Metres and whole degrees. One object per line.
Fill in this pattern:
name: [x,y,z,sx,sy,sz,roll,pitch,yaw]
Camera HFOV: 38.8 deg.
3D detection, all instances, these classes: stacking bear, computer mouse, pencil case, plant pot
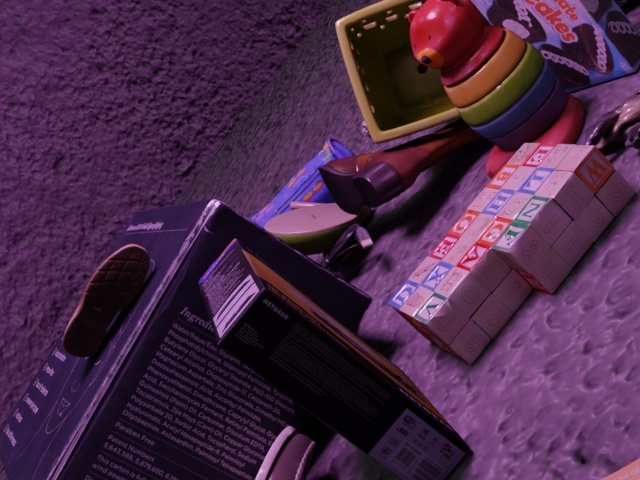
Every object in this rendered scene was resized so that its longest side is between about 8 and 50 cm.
stacking bear: [0.251,-0.252,1.380,0.164,0.289,0.175,-53,19,-18]
computer mouse: [0.039,0.082,1.506,0.184,0.060,0.262,-49,18,17]
pencil case: [-0.040,-0.080,1.952,0.306,0.119,0.133,-44,-11,12]
plant pot: [0.173,-0.305,1.612,0.228,0.227,0.207,-18,0,9]

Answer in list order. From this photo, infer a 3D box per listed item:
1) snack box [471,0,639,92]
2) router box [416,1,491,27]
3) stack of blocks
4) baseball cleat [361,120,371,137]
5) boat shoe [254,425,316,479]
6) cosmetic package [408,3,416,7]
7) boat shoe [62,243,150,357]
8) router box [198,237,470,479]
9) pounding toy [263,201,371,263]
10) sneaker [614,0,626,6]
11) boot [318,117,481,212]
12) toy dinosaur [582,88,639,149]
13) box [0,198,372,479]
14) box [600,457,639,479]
snack box: [0.332,-0.369,1.389,0.060,0.322,0.187,-52,18,-21]
router box: [0.269,-0.460,1.697,0.082,0.335,0.301,-44,18,-1]
stack of blocks: [0.240,0.012,1.173,0.297,0.087,0.171,-49,18,-6]
baseball cleat: [0.163,-0.279,1.999,0.109,0.072,0.206,-46,20,-20]
boat shoe: [-0.055,0.364,1.090,0.324,0.097,0.116,-64,-17,-50]
cosmetic package: [0.298,-0.537,2.142,0.296,0.129,0.153,-38,19,29]
boat shoe: [-0.297,0.075,1.248,0.178,0.064,0.060,-56,22,9]
router box: [0.006,0.142,1.074,0.081,0.309,0.243,-50,18,1]
pounding toy: [0.000,0.000,1.705,0.183,0.110,0.237,-5,16,17]
sneaker: [0.489,-0.418,1.539,0.131,0.112,0.296,-67,19,-5]
boot: [0.152,-0.163,1.636,0.280,0.096,0.264,-33,9,-18]
toy dinosaur: [0.392,-0.145,1.217,0.268,0.064,0.118,-38,13,32]
box: [-0.235,0.212,1.405,0.472,0.297,0.480,-63,21,-12]
box: [0.231,0.263,0.656,0.130,0.091,0.170,-38,19,25]
